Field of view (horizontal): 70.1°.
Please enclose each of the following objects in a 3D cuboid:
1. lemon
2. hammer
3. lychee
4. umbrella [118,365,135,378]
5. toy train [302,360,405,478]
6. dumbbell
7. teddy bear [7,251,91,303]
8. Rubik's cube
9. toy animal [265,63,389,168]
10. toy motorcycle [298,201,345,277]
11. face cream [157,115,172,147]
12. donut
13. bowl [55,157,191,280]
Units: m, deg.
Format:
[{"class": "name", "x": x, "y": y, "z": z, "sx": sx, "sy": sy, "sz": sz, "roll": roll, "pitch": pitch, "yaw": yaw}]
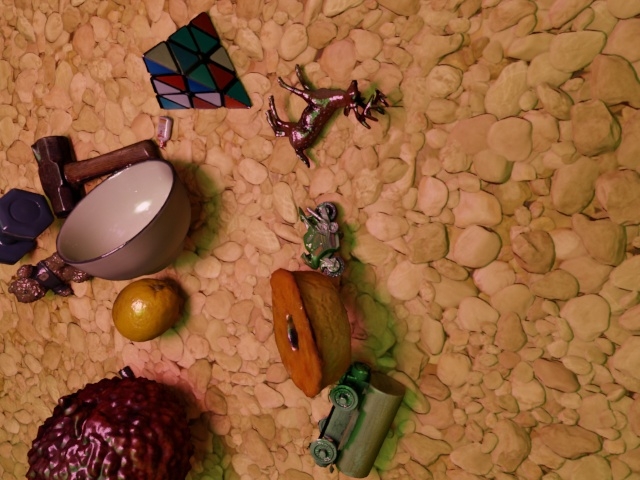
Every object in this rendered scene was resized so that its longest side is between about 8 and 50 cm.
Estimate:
[{"class": "lemon", "x": -0.493, "y": 0.196, "z": 1.285, "sx": 0.170, "sy": 0.170, "sz": 0.207, "roll": 50, "pitch": 119, "yaw": 8}, {"class": "hammer", "x": -0.648, "y": -0.219, "z": 1.324, "sx": 0.408, "sy": 0.095, "sz": 0.243, "roll": -12, "pitch": 93, "yaw": 21}, {"class": "lychee", "x": -0.557, "y": 0.565, "z": 1.226, "sx": 0.423, "sy": 0.425, "sz": 0.501, "roll": 9, "pitch": 129, "yaw": 20}, {"class": "umbrella", "x": -0.586, "y": 0.455, "z": 1.430, "sx": 0.036, "sy": 0.031, "sz": 0.133, "roll": -38, "pitch": 85, "yaw": 31}, {"class": "toy train", "x": 0.084, "y": 0.449, "z": 1.112, "sx": 0.189, "sy": 0.126, "sz": 0.308, "roll": 24, "pitch": 106, "yaw": 16}, {"class": "dumbbell", "x": -0.938, "y": -0.033, "z": 1.393, "sx": 0.316, "sy": 0.156, "sz": 0.144, "roll": -25, "pitch": 58, "yaw": 42}, {"class": "teddy bear", "x": -0.840, "y": 0.109, "z": 1.429, "sx": 0.251, "sy": 0.129, "sz": 0.182, "roll": -28, "pitch": 129, "yaw": 3}, {"class": "Rubik's cube", "x": -0.334, "y": -0.445, "z": 1.086, "sx": 0.283, "sy": 0.234, "sz": 0.250, "roll": 11, "pitch": 101, "yaw": 21}, {"class": "toy animal", "x": 0.007, "y": -0.299, "z": 1.068, "sx": 0.260, "sy": 0.087, "sz": 0.244, "roll": 40, "pitch": 124, "yaw": 10}, {"class": "toy motorcycle", "x": 0.000, "y": 0.000, "z": 1.090, "sx": 0.106, "sy": 0.074, "sz": 0.191, "roll": -10, "pitch": 72, "yaw": 10}, {"class": "face cream", "x": -0.433, "y": -0.300, "z": 1.260, "sx": 0.040, "sy": 0.021, "sz": 0.084, "roll": 18, "pitch": 105, "yaw": 19}, {"class": "donut", "x": -0.025, "y": 0.203, "z": 1.066, "sx": 0.303, "sy": 0.110, "sz": 0.303, "roll": 39, "pitch": 135, "yaw": 53}, {"class": "bowl", "x": -0.477, "y": -0.030, "z": 1.195, "sx": 0.353, "sy": 0.354, "sz": 0.185, "roll": -7, "pitch": 139, "yaw": 22}]
